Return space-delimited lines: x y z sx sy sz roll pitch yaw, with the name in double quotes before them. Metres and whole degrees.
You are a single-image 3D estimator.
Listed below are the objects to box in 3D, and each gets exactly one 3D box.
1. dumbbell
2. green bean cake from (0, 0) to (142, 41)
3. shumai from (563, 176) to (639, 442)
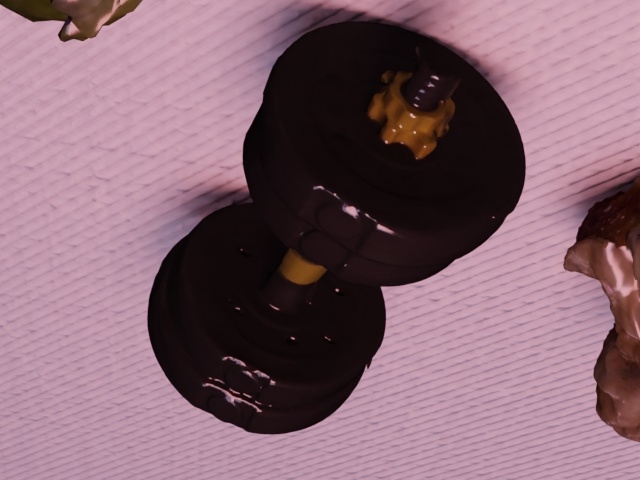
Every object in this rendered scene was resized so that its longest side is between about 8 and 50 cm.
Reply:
"dumbbell" 0.000 0.000 0.942 0.185 0.185 0.388 19 140 -13
"green bean cake" -0.164 -0.276 0.522 0.319 0.218 0.335 22 106 -14
"shumai" 0.283 0.045 0.940 0.218 0.184 0.185 -4 143 36
